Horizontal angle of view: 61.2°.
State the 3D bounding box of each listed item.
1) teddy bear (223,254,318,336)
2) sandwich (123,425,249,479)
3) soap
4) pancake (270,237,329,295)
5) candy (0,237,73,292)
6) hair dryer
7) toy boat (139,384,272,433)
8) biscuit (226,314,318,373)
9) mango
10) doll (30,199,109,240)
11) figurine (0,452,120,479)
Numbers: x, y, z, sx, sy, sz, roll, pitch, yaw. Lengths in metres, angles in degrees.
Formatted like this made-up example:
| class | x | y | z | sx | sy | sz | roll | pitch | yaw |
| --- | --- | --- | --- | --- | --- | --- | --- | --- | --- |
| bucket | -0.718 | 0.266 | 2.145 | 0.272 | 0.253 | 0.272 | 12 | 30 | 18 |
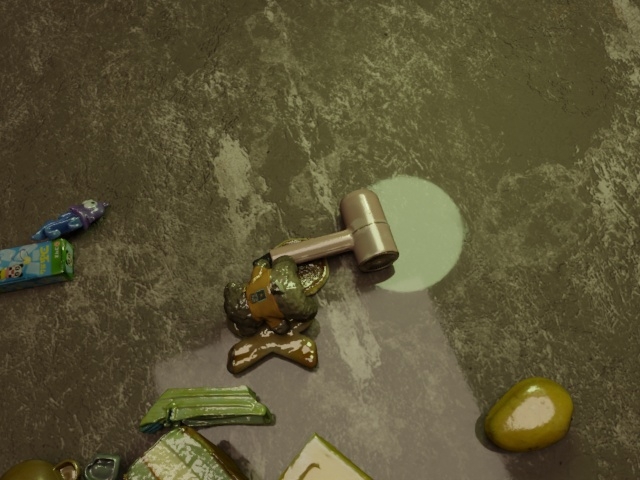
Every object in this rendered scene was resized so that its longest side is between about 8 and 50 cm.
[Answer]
| class | x | y | z | sx | sy | sz | roll | pitch | yaw |
| --- | --- | --- | --- | --- | --- | --- | --- | --- | --- |
| teddy bear | -0.123 | 0.130 | 1.204 | 0.190 | 0.140 | 0.177 | -25 | 82 | 13 |
| sandwich | -0.245 | 0.481 | 1.061 | 0.155 | 0.198 | 0.227 | -43 | 85 | -17 |
| soap | 0.052 | 0.559 | 1.076 | 0.315 | 0.091 | 0.199 | 36 | 74 | 17 |
| pancake | -0.054 | 0.064 | 1.334 | 0.158 | 0.028 | 0.158 | 0 | 67 | 0 |
| candy | -0.722 | 0.064 | 1.345 | 0.194 | 0.062 | 0.097 | -10 | 65 | -2 |
| hair dryer | 0.000 | 0.000 | 1.308 | 0.344 | 0.107 | 0.189 | -14 | 66 | -8 |
| toy boat | -0.247 | 0.360 | 1.165 | 0.276 | 0.111 | 0.084 | -7 | 61 | 3 |
| biscuit | -0.114 | 0.222 | 1.255 | 0.207 | 0.047 | 0.164 | -5 | 67 | 0 |
| mango | 0.436 | 0.369 | 1.141 | 0.195 | 0.098 | 0.137 | -21 | 69 | 1 |
| doll | -0.633 | -0.051 | 1.376 | 0.206 | 0.067 | 0.110 | -34 | 40 | -31 |
| figurine | -0.534 | 0.567 | 1.057 | 0.342 | 0.167 | 0.285 | -30 | 75 | -32 |
